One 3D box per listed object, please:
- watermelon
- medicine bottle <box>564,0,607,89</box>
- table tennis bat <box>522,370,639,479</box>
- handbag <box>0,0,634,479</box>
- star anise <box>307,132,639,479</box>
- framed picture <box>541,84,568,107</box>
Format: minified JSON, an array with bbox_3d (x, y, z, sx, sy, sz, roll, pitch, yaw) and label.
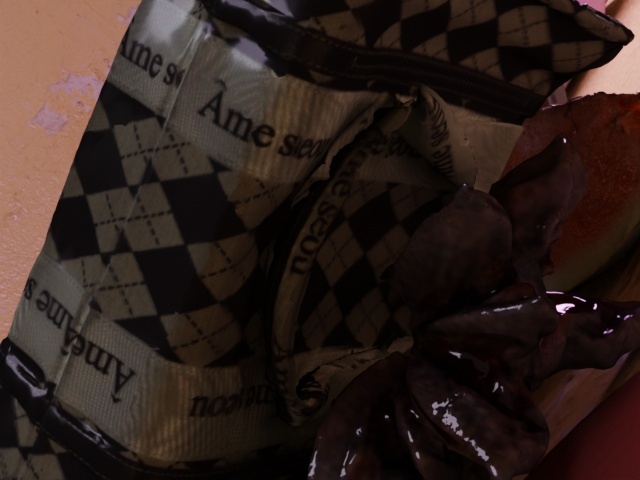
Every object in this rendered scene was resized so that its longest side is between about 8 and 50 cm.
[{"bbox_3d":[0.183,-0.032,1.169,0.231,0.128,0.146,-13,1,39],"label":"watermelon"},{"bbox_3d":[0.162,-0.222,1.697,0.219,0.219,0.388,-39,13,49],"label":"medicine bottle"},{"bbox_3d":[0.153,0.108,0.776,0.415,0.051,0.268,-48,4,1],"label":"table tennis bat"},{"bbox_3d":[0.000,0.000,1.004,0.317,0.180,0.416,7,-68,-49],"label":"handbag"},{"bbox_3d":[0.081,0.078,0.929,0.283,0.129,0.212,-55,-16,9],"label":"star anise"},{"bbox_3d":[0.110,-0.062,1.226,0.211,0.020,0.289,-51,-35,-21],"label":"framed picture"}]
